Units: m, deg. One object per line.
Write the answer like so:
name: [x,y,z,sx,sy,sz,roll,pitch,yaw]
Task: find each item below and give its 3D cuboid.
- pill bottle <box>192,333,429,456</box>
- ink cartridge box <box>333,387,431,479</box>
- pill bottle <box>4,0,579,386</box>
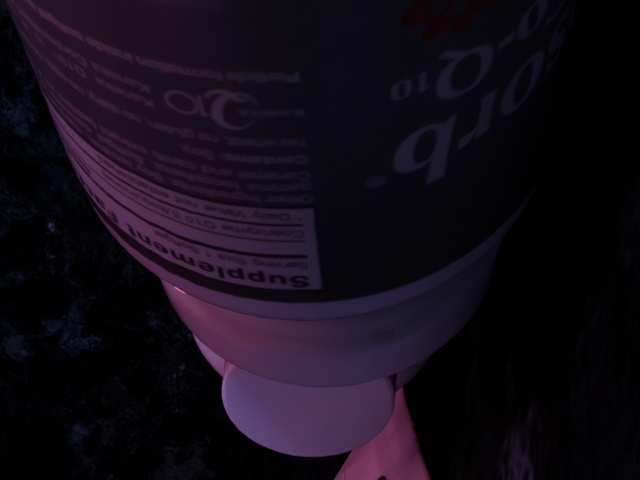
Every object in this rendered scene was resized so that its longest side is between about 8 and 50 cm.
pill bottle: [0.000,0.000,0.772,0.264,0.146,0.146,-85,8,-51]
ink cartridge box: [-0.002,0.302,0.726,0.385,0.091,0.308,-61,8,9]
pill bottle: [-0.008,-0.099,0.481,0.363,0.210,0.210,82,-167,-59]
